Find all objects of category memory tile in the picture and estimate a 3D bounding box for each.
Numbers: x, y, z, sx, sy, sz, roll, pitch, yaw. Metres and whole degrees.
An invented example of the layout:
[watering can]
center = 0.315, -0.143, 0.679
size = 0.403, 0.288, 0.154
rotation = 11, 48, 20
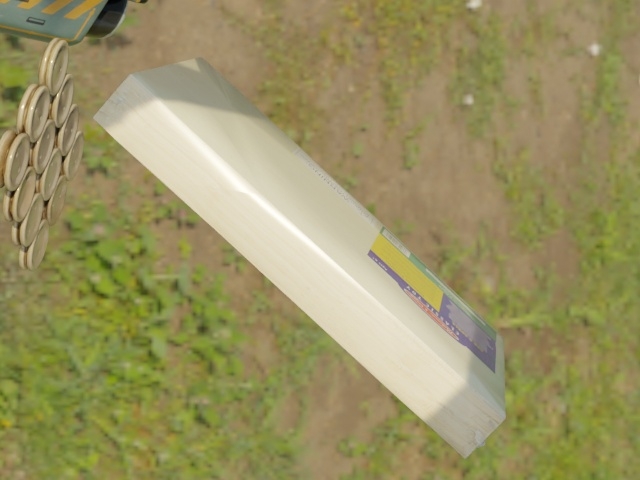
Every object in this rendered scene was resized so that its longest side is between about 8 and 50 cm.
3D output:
[memory tile]
center = -0.182, -0.053, 0.918
size = 0.148, 0.012, 0.113
rotation = 98, 6, -62

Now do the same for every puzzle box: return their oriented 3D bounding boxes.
[puzzle box]
center = 0.000, 0.000, 1.234
size = 0.409, 0.052, 0.272
rotation = 43, 12, -1

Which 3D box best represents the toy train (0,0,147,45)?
[toy train]
center = -0.272, -0.263, 1.211
size = 0.334, 0.190, 0.142
rotation = 3, 43, -53
